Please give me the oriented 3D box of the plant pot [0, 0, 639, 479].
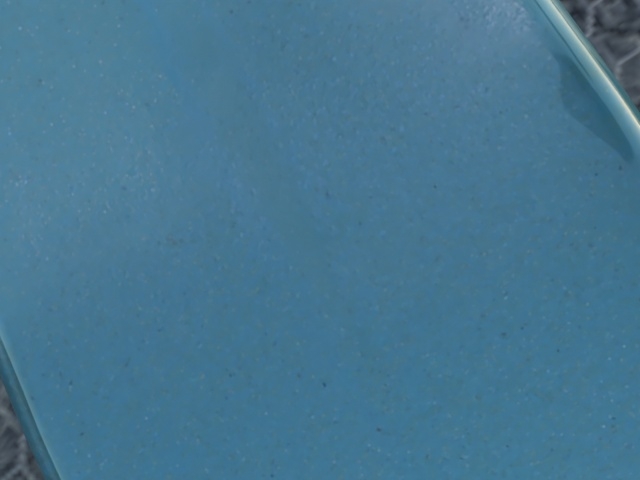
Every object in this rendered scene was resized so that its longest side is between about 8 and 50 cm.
[{"bbox_3d":[0.000,0.000,0.435,0.165,0.165,0.234,-29,110,3],"label":"plant pot"}]
